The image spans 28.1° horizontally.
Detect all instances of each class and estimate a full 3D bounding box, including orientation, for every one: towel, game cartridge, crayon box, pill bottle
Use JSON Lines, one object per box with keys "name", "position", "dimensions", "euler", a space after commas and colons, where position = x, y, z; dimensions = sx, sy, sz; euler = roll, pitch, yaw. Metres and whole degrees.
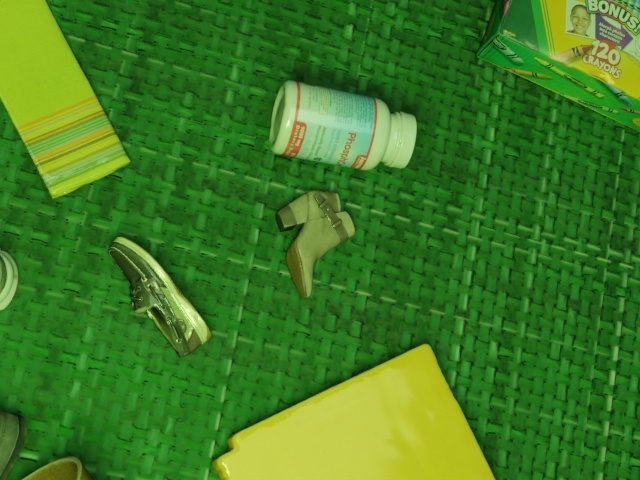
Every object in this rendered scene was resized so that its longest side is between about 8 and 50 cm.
{"name": "towel", "position": [-0.311, -0.169, 1.444], "dimensions": [0.102, 0.021, 0.237], "euler": [-26, 84, -25]}
{"name": "game cartridge", "position": [0.066, 0.316, 1.421], "dimensions": [0.285, 0.053, 0.324], "euler": [-23, 82, -19]}
{"name": "crayon box", "position": [0.354, -0.259, 1.617], "dimensions": [0.278, 0.081, 0.165], "euler": [23, 72, -9]}
{"name": "pill bottle", "position": [0.026, -0.130, 1.491], "dimensions": [0.160, 0.087, 0.087], "euler": [10, 75, -12]}

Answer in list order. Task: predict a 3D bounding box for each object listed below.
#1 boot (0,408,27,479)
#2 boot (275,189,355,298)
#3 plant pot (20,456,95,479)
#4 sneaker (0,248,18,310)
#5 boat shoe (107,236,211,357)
{"name": "boot", "position": [-0.446, 0.257, 1.223], "dimensions": [0.338, 0.118, 0.223], "euler": [-48, 124, -15]}
{"name": "boot", "position": [0.000, 0.000, 1.480], "dimensions": [0.087, 0.042, 0.118], "euler": [-15, 88, -26]}
{"name": "plant pot", "position": [-0.236, 0.383, 1.239], "dimensions": [0.237, 0.237, 0.254], "euler": [-46, 105, -20]}
{"name": "sneaker", "position": [-0.436, 0.006, 1.316], "dimensions": [0.252, 0.111, 0.103], "euler": [11, 74, -13]}
{"name": "boat shoe", "position": [-0.184, 0.063, 1.403], "dimensions": [0.152, 0.056, 0.049], "euler": [47, 65, -1]}
